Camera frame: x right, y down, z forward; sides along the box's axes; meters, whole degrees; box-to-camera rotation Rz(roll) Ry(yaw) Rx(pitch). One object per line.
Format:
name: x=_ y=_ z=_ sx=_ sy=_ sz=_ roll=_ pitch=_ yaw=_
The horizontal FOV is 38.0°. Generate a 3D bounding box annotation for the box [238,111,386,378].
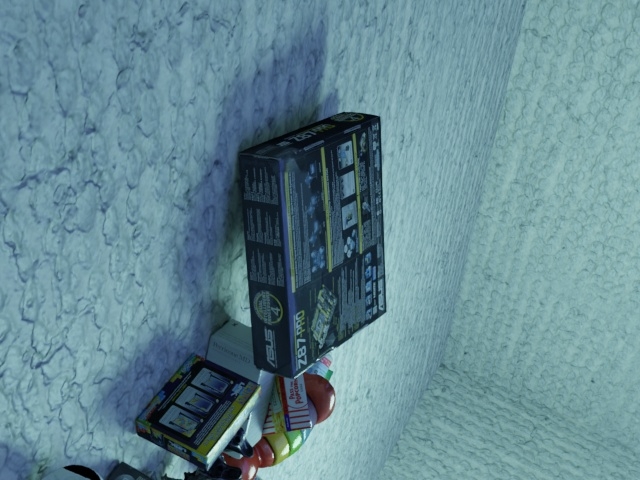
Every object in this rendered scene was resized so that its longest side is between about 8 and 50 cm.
box: x=0.000 y=0.000 z=1.635 sx=0.318 sy=0.097 sz=0.395 roll=-32 pitch=125 yaw=-51

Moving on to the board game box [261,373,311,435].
board game box: x=-0.089 y=0.298 z=1.784 sx=0.193 sy=0.045 sz=0.147 roll=-30 pitch=-114 yaw=58

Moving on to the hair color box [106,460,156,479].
hair color box: x=-0.277 y=0.537 z=1.579 sx=0.110 sy=0.185 sz=0.339 roll=-51 pitch=156 yaw=-39

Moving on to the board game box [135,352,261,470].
board game box: x=-0.202 y=0.284 z=1.557 sx=0.170 sy=0.141 sz=0.048 roll=-50 pitch=156 yaw=-42

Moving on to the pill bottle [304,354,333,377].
pill bottle: x=-0.043 y=0.325 z=2.164 sx=0.160 sy=0.087 sz=0.087 roll=-62 pitch=162 yaw=-15

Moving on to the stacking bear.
stacking bear: x=-0.122 y=0.400 z=1.937 sx=0.289 sy=0.175 sz=0.164 roll=-40 pitch=142 yaw=-38

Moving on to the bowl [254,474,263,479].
bowl: x=-0.186 y=0.594 z=2.032 sx=0.080 sy=0.170 sz=0.170 roll=-34 pitch=-172 yaw=41

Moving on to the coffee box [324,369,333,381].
coffee box: x=-0.027 y=0.366 z=2.340 sx=0.113 sy=0.040 sz=0.184 roll=-65 pitch=162 yaw=-3

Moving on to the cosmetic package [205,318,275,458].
cosmetic package: x=-0.156 y=0.276 z=1.724 sx=0.085 sy=0.117 sz=0.231 roll=-37 pitch=144 yaw=-56

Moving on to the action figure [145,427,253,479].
action figure: x=-0.228 y=0.411 z=1.662 sx=0.276 sy=0.141 sz=0.164 roll=-47 pitch=-169 yaw=47

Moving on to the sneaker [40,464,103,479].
sneaker: x=-0.388 y=0.481 z=1.320 sx=0.236 sy=0.130 sz=0.323 roll=92 pitch=21 yaw=-71
